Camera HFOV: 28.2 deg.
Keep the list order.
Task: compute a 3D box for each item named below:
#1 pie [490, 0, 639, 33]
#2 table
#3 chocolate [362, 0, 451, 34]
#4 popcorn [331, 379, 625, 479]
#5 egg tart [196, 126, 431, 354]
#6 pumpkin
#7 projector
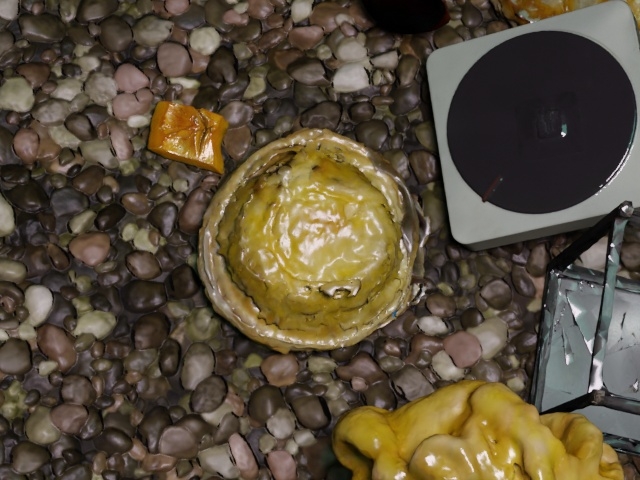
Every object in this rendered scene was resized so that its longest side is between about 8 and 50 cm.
[{"bbox_3d":[0.349,-0.373,1.653,0.315,0.092,0.315,0,77,-2],"label":"pie"},{"bbox_3d":[0.438,0.130,1.429,0.335,0.272,0.222,13,74,-3],"label":"table"},{"bbox_3d":[0.117,-0.331,1.599,0.127,0.124,0.133,24,41,1],"label":"chocolate"},{"bbox_3d":[0.168,0.295,1.338,0.316,0.281,0.297,-10,116,19],"label":"popcorn"},{"bbox_3d":[0.000,0.000,1.498,0.291,0.107,0.290,2,76,-6],"label":"egg tart"},{"bbox_3d":[-0.158,-0.128,1.551,0.101,0.035,0.073,14,77,-5],"label":"pumpkin"},{"bbox_3d":[0.272,-0.135,1.540,0.259,0.079,0.257,-13,73,20],"label":"projector"}]
